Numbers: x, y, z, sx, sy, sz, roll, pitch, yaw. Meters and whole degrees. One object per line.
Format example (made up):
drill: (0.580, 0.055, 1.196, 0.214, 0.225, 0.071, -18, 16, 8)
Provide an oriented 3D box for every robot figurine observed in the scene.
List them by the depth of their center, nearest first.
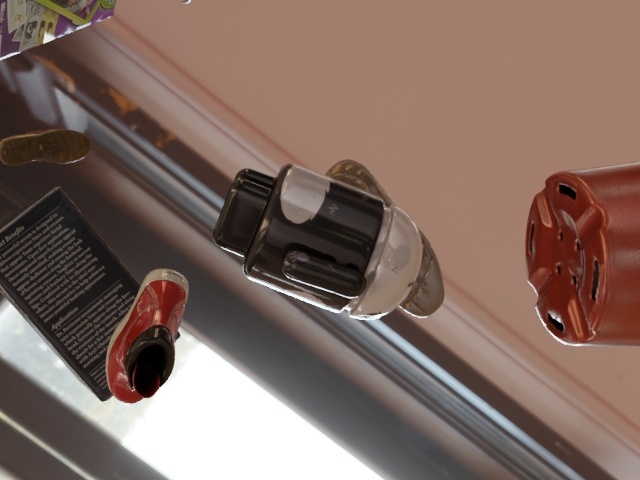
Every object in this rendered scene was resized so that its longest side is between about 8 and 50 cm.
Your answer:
robot figurine: (-0.001, 0.003, 1.212, 0.173, 0.278, 0.209, 120, -10, -57)

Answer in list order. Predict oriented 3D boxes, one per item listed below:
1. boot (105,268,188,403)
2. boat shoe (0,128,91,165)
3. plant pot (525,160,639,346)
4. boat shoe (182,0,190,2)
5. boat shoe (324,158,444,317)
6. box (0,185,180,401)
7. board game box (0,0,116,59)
boot: (-0.250, 0.180, 1.227, 0.176, 0.089, 0.244, -92, -157, -52)
boat shoe: (-0.511, -0.175, 1.636, 0.178, 0.060, 0.064, -10, 113, -38)
plant pot: (0.402, 0.015, 1.044, 0.272, 0.265, 0.272, 177, -90, -79)
boat shoe: (-0.162, -0.336, 1.058, 0.255, 0.095, 0.079, 6, -95, 47)
boat shoe: (0.141, -0.009, 1.789, 0.132, 0.355, 0.130, -33, 169, 13)
box: (-0.521, 0.109, 1.867, 0.212, 0.395, 0.293, -41, -166, -18)
board game box: (-0.277, -0.350, 0.936, 0.208, 0.056, 0.346, -32, 161, -40)
